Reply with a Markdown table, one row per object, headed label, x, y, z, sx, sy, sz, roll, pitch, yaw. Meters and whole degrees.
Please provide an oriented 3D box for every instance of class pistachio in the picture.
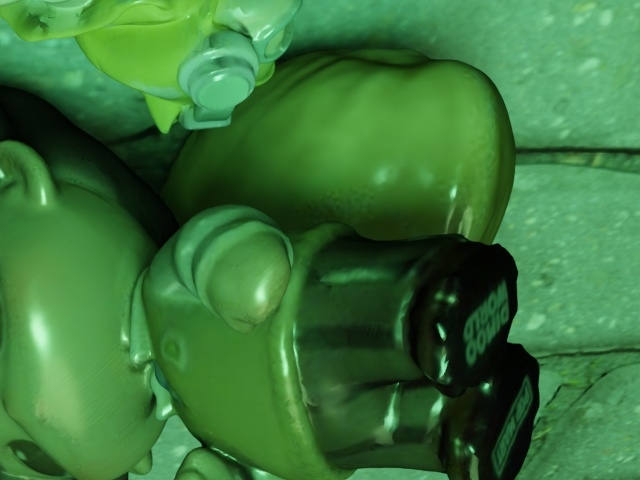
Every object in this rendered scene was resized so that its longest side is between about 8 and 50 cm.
| label | x | y | z | sx | sy | sz | roll | pitch | yaw |
| --- | --- | --- | --- | --- | --- | --- | --- | --- | --- |
| pistachio | 0.000 | 0.000 | 0.830 | 0.162 | 0.182 | 0.293 | 5 | 146 | -35 |

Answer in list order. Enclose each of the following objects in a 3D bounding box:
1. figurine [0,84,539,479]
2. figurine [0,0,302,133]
| label | x | y | z | sx | sy | sz | roll | pitch | yaw |
| --- | --- | --- | --- | --- | --- | --- | --- | --- | --- |
| figurine | -0.098 | 0.058 | 0.689 | 0.206 | 0.365 | 0.218 | -55 | 140 | -21 |
| figurine | -0.082 | -0.126 | 0.686 | 0.208 | 0.128 | 0.184 | -3 | 144 | -9 |
